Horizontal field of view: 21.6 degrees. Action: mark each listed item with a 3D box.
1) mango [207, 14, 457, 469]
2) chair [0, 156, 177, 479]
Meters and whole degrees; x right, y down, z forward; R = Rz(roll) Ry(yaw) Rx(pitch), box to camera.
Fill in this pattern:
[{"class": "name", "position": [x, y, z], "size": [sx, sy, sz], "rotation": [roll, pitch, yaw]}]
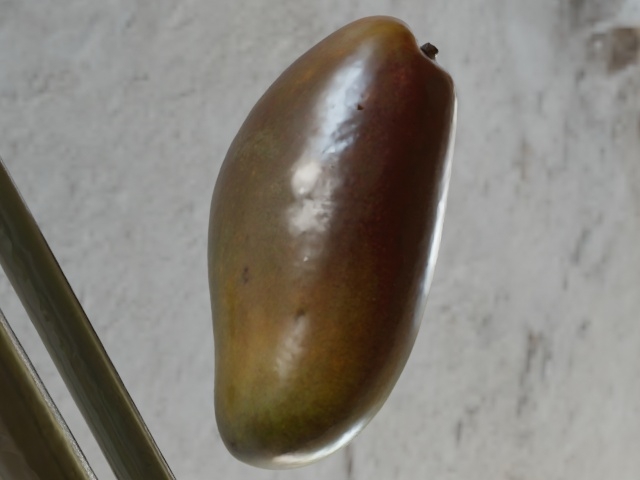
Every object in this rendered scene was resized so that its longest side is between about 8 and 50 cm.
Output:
[{"class": "mango", "position": [0.000, 0.000, 0.947], "size": [0.111, 0.133, 0.267], "rotation": [96, 8, -77]}, {"class": "chair", "position": [-0.201, 0.111, 0.561], "size": [0.365, 0.362, 0.410], "rotation": [-38, 101, -2]}]
